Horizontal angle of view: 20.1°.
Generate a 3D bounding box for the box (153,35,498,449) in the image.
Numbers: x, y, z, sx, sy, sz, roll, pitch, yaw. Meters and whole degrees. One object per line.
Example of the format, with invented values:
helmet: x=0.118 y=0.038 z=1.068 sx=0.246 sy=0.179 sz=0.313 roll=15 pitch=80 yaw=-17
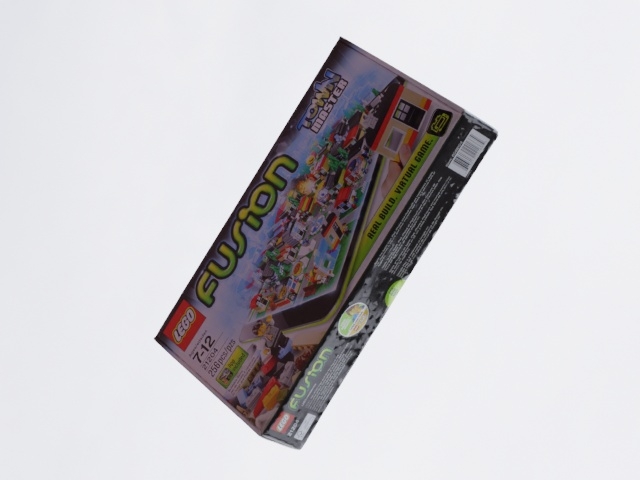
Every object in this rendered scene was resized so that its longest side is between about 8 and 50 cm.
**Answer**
box: x=0.000 y=0.000 z=1.006 sx=0.114 sy=0.036 sz=0.207 roll=36 pitch=-84 yaw=43
